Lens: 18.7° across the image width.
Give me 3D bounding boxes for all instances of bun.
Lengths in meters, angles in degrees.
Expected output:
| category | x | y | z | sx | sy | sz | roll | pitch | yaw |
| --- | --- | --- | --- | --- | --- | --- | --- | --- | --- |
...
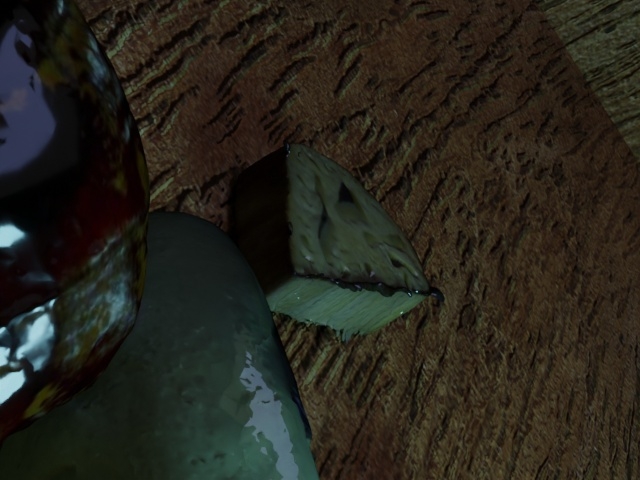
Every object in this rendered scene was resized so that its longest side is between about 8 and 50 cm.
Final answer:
| category | x | y | z | sx | sy | sz | roll | pitch | yaw |
| --- | --- | --- | --- | --- | --- | --- | --- | --- | --- |
| bun | -0.105 | 0.133 | 1.050 | 0.293 | 0.187 | 0.293 | 169 | -90 | -82 |

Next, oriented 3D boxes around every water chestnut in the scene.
| category | x | y | z | sx | sy | sz | roll | pitch | yaw |
| --- | --- | --- | --- | --- | --- | --- | --- | --- | --- |
| water chestnut | -0.218 | -0.013 | 0.870 | 0.289 | 0.289 | 0.244 | 64 | 1 | 14 |

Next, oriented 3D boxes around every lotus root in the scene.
| category | x | y | z | sx | sy | sz | roll | pitch | yaw |
| --- | --- | --- | --- | --- | --- | --- | --- | --- | --- |
| lotus root | 0.000 | 0.000 | 1.649 | 0.260 | 0.074 | 0.170 | 22 | 40 | -56 |
